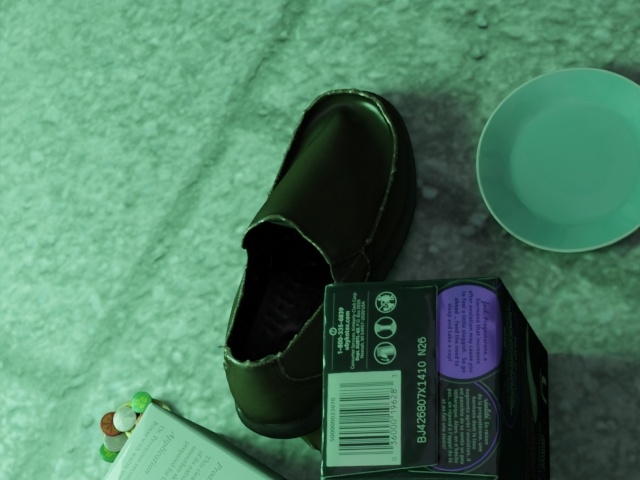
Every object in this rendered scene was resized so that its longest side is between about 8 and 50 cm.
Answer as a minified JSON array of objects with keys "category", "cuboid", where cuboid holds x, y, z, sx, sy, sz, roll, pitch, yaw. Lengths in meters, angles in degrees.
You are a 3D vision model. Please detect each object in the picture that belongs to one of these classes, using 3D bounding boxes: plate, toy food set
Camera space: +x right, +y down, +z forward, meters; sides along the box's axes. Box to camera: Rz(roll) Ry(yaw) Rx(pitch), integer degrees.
[{"category":"plate","cuboid":[0.243,-0.076,1.387,0.188,0.024,0.188,-5,72,16]},{"category":"toy food set","cuboid":[-0.180,0.194,1.437,0.083,0.020,0.082,-43,65,1]}]

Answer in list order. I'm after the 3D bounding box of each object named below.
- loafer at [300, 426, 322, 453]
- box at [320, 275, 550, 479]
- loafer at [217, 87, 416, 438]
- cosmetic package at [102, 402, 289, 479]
[{"category":"loafer","cuboid":[0.011,0.175,1.365,0.148,0.050,0.056,35,85,24]},{"category":"box","cuboid":[0.105,0.142,1.224,0.143,0.270,0.165,-3,72,17]},{"category":"loafer","cuboid":[0.000,0.000,1.365,0.134,0.130,0.366,4,63,19]},{"category":"cosmetic package","cuboid":[-0.034,0.333,1.274,0.385,0.156,0.217,31,84,23]}]
